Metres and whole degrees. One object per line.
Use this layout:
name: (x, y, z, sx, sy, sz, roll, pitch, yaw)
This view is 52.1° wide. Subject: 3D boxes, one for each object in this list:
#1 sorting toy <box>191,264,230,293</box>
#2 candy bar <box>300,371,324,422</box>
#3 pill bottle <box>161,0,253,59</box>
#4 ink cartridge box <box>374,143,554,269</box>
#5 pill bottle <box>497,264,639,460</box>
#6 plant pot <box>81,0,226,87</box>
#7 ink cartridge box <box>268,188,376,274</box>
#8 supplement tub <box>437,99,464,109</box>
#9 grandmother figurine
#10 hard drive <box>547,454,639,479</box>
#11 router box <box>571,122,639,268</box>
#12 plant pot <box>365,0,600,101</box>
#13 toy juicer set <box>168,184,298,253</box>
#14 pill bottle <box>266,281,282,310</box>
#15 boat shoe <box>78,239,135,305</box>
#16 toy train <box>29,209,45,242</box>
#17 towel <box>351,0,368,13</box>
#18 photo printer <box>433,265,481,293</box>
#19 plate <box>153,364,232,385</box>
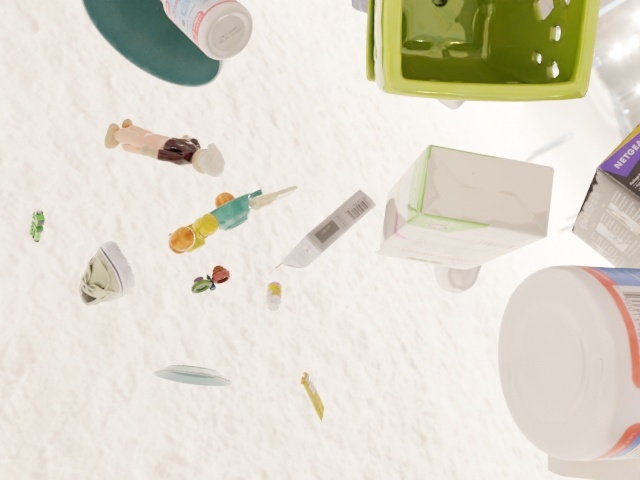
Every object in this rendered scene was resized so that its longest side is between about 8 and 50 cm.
sorting toy: (-0.265, 0.089, 1.558, 0.042, 0.102, 0.061, 62, -17, 25)
candy bar: (-0.016, 0.391, 1.636, 0.040, 0.018, 0.161, -73, 148, -49)
pill bottle: (-0.175, -0.340, 0.960, 0.160, 0.087, 0.087, 46, 18, 30)
ink cartridge box: (0.228, -0.042, 1.142, 0.353, 0.207, 0.119, 124, -25, -77)
pill bottle: (0.247, 0.082, 0.446, 0.221, 0.124, 0.124, 4, 53, -18)
plant pot: (-0.277, -0.468, 1.255, 0.290, 0.290, 0.195, 42, 62, -33)
ink cartridge box: (0.000, 0.000, 1.431, 0.066, 0.232, 0.189, 45, 56, 4)
supplement tub: (0.410, -0.478, 1.870, 0.117, 0.190, 0.117, 43, -2, 2)
grandmother figurine: (-0.414, -0.253, 1.822, 0.208, 0.342, 0.104, -49, 152, -50)
hard drive: (0.417, 0.225, 0.854, 0.353, 0.233, 0.047, -14, 103, -71)
router box: (0.417, 0.009, 0.740, 0.243, 0.081, 0.309, 44, 3, 19)
plant pot: (0.163, -0.277, 0.747, 0.207, 0.227, 0.228, -119, -150, -75)
toy juicer set: (-0.226, -0.072, 1.551, 0.089, 0.329, 0.209, 62, 10, 0)
pill bottle: (-0.128, 0.155, 1.810, 0.043, 0.043, 0.083, 44, 27, -30)
boat shoe: (-0.484, 0.091, 1.467, 0.094, 0.302, 0.109, -30, 82, -27)
toy train: (-0.457, -0.022, 1.060, 0.017, 0.083, 0.024, -15, 70, -34)
towel: (0.083, -0.448, 1.190, 0.119, 0.029, 0.067, -123, -162, -60)
photo printer: (0.440, 0.012, 2.011, 0.107, 0.307, 0.256, 18, 3, -1)
plate: (-0.302, 0.320, 1.560, 0.188, 0.188, 0.024, 30, 58, -45)
